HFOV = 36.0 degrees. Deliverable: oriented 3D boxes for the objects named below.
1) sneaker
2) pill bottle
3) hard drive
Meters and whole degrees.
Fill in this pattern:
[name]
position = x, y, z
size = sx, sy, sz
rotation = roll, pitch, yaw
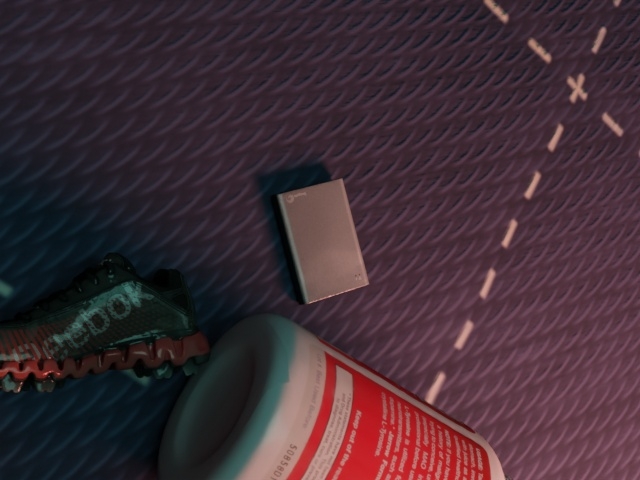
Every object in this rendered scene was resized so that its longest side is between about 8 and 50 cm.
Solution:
[sneaker]
position = -0.245, 0.082, 0.993
size = 0.276, 0.097, 0.135
rotation = -4, 87, -32
[pill bottle]
position = 0.049, 0.267, 1.066
size = 0.407, 0.229, 0.229
rotation = 33, 70, -23
[hard drive]
position = 0.000, 0.000, 1.184
size = 0.094, 0.022, 0.135
rotation = -16, 93, -30
